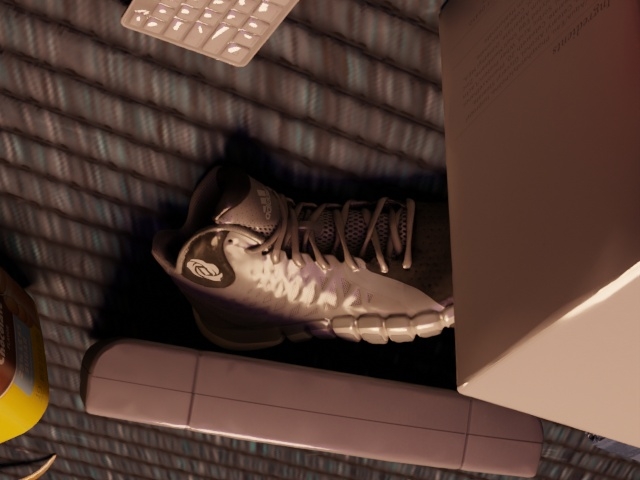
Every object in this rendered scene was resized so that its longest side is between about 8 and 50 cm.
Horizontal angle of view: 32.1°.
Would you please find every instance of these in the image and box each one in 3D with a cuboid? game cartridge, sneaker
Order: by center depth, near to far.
[{"bbox_3d":[0.000,0.000,0.660,0.229,0.086,0.132,-15,138,22],"label":"sneaker"},{"bbox_3d":[-0.012,0.110,0.760,0.297,0.062,0.198,11,169,-13],"label":"game cartridge"}]

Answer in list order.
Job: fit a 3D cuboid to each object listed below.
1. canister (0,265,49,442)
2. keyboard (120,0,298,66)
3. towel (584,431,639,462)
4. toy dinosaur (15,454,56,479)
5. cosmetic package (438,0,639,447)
[{"bbox_3d":[-0.239,0.040,0.684,0.073,0.126,0.170,-23,143,4],"label":"canister"},{"bbox_3d":[-0.007,-0.161,0.488,0.072,0.014,0.256,21,142,-23],"label":"keyboard"},{"bbox_3d":[0.279,0.159,0.910,0.119,0.029,0.067,23,138,-25],"label":"towel"},{"bbox_3d":[-0.326,0.232,1.005,0.183,0.053,0.092,0,142,1],"label":"toy dinosaur"},{"bbox_3d":[0.183,-0.025,0.501,0.224,0.224,0.138,20,139,-22],"label":"cosmetic package"}]
